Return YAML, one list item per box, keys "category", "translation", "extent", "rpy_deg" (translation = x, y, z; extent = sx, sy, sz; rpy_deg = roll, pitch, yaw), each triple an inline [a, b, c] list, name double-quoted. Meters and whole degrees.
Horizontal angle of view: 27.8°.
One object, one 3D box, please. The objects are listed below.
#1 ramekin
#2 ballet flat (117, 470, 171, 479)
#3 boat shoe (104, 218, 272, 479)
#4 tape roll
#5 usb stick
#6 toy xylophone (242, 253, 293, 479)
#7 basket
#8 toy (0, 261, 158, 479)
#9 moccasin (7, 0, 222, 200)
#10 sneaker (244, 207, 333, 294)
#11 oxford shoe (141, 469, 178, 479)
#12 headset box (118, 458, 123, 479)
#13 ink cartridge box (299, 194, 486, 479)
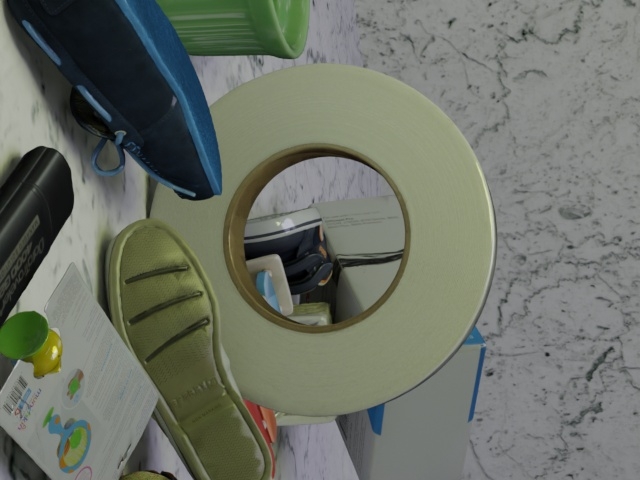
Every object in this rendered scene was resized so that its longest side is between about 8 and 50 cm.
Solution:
- category: "ramekin"
  translation: [-0.114, -0.369, 1.592]
  extent: [0.303, 0.148, 0.303]
  rpy_deg: [-4, 90, -80]
- category: "ballet flat"
  translation: [-0.116, 0.378, 1.141]
  extent: [0.123, 0.123, 0.348]
  rpy_deg: [-48, 120, -76]
- category: "boat shoe"
  translation: [-0.149, 0.126, 1.325]
  extent: [0.103, 0.113, 0.302]
  rpy_deg: [-10, -80, 68]
- category: "tape roll"
  translation: [0.000, 0.000, 1.427]
  extent: [0.072, 0.392, 0.392]
  rpy_deg: [27, 59, -79]
- category: "usb stick"
  translation: [-0.249, 0.013, 0.999]
  extent: [0.278, 0.045, 0.077]
  rpy_deg: [-76, 167, -60]
- category: "toy xylophone"
  translation: [-0.102, 0.145, 1.647]
  extent: [0.236, 0.081, 0.322]
  rpy_deg: [73, 17, -50]
- category: "basket"
  translation: [-0.033, 0.181, 1.933]
  extent: [0.103, 0.113, 0.167]
  rpy_deg: [-67, 152, -76]
- category: "toy"
  translation: [-0.213, 0.130, 1.072]
  extent: [0.237, 0.056, 0.137]
  rpy_deg: [76, 33, -56]
- category: "moccasin"
  translation: [-0.187, -0.153, 1.227]
  extent: [0.342, 0.117, 0.137]
  rpy_deg: [65, 10, -51]
- category: "sneaker"
  translation: [-0.046, 0.019, 1.877]
  extent: [0.321, 0.126, 0.127]
  rpy_deg: [-10, 90, -81]
- category: "oxford shoe"
  translation: [-0.146, 0.277, 1.330]
  extent: [0.271, 0.097, 0.098]
  rpy_deg: [-19, 99, -79]
- category: "headset box"
  translation: [-0.207, 0.201, 1.187]
  extent: [0.083, 0.032, 0.062]
  rpy_deg: [29, 58, -79]
- category: "ink cartridge box"
  translation: [0.097, 0.153, 2.022]
  extent: [0.395, 0.166, 0.285]
  rpy_deg: [-116, -156, -50]
